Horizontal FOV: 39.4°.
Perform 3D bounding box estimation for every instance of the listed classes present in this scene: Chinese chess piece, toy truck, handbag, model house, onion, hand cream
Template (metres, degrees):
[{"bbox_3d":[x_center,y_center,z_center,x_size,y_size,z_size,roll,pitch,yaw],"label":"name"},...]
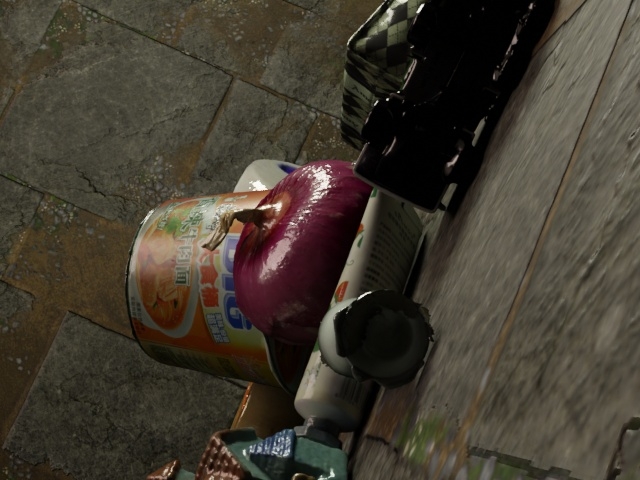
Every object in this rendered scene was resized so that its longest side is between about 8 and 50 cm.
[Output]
[{"bbox_3d":[-0.071,0.258,1.343,0.251,0.097,0.250,-157,90,-88],"label":"Chinese chess piece"},{"bbox_3d":[0.119,-0.148,0.795,0.242,0.101,0.125,-63,-3,9],"label":"toy truck"},{"bbox_3d":[0.168,-0.353,1.667,0.316,0.180,0.416,-58,-6,-12],"label":"handbag"},{"bbox_3d":[-0.070,0.215,0.701,0.119,0.149,0.148,-71,3,-71],"label":"model house"},{"bbox_3d":[0.009,0.010,0.973,0.207,0.201,0.200,-38,-20,-44],"label":"onion"},{"bbox_3d":[0.039,0.064,0.818,0.059,0.095,0.276,-5,50,37],"label":"hand cream"}]

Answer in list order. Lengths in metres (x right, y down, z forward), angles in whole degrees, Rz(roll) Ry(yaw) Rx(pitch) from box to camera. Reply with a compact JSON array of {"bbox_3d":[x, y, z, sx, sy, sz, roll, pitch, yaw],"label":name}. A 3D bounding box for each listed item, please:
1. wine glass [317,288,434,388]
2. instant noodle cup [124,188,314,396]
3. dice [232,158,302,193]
[{"bbox_3d":[0.035,0.074,0.677,0.155,0.072,0.072,127,167,-82],"label":"wine glass"},{"bbox_3d":[-0.107,0.060,1.194,0.296,0.214,0.296,0,-90,-68],"label":"instant noodle cup"},{"bbox_3d":[-0.050,0.013,1.565,0.259,0.251,0.243,-67,2,-69],"label":"dice"}]
